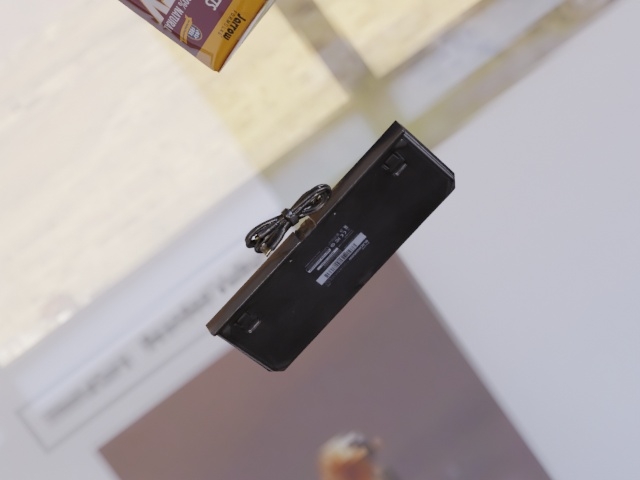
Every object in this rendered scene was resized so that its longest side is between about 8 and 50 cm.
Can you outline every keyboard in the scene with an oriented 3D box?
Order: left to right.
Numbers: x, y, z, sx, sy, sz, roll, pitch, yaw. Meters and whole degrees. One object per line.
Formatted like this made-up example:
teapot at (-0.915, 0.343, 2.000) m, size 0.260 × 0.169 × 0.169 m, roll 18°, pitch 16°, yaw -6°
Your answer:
keyboard at (0.000, 0.000, 1.268) m, size 0.180 × 0.108 × 0.023 m, roll -48°, pitch 49°, yaw 4°

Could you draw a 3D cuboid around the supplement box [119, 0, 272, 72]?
supplement box at (-0.084, -0.272, 1.480) m, size 0.194 × 0.191 × 0.129 m, roll -56°, pitch 5°, yaw -33°
